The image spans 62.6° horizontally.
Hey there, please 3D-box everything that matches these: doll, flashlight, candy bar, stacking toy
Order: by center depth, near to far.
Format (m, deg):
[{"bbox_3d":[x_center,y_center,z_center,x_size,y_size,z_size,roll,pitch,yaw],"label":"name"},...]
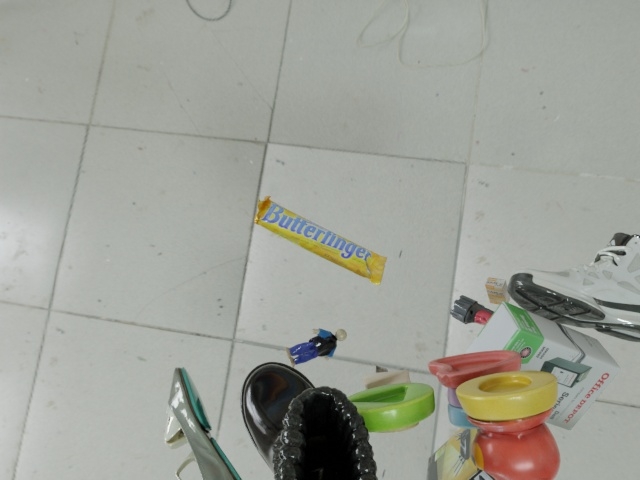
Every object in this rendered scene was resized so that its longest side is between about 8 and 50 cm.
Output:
[{"bbox_3d":[0.000,0.000,0.569,0.161,0.018,0.040,27,53,-14],"label":"candy bar"},{"bbox_3d":[0.184,0.258,0.752,0.279,0.309,0.130,-13,85,11],"label":"stacking toy"},{"bbox_3d":[-0.008,0.312,1.574,0.189,0.046,0.129,-21,119,-6],"label":"doll"},{"bbox_3d":[0.553,0.273,1.654,0.304,0.103,0.103,25,83,38],"label":"flashlight"}]

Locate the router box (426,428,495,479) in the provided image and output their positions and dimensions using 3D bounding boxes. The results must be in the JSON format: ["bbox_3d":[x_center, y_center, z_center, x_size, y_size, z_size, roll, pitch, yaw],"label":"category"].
[{"bbox_3d":[0.377,0.580,1.343,0.081,0.309,0.243,42,103,7],"label":"router box"}]

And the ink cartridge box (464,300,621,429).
[{"bbox_3d":[0.511,0.299,1.245,0.289,0.121,0.211,21,113,-13],"label":"ink cartridge box"}]

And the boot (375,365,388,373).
[{"bbox_3d":[0.132,0.310,1.094,0.037,0.106,0.114,-1,92,16],"label":"boot"}]

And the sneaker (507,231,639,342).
[{"bbox_3d":[0.697,0.089,1.370,0.447,0.169,0.257,17,70,-11],"label":"sneaker"}]

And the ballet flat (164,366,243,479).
[{"bbox_3d":[-0.159,0.255,0.659,0.068,0.072,0.213,-30,58,-15],"label":"ballet flat"}]

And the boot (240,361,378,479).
[{"bbox_3d":[-0.028,0.263,0.728,0.131,0.260,0.348,-26,50,-15],"label":"boot"}]

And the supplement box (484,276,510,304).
[{"bbox_3d":[0.593,0.172,1.762,0.062,0.098,0.036,7,48,39],"label":"supplement box"}]
